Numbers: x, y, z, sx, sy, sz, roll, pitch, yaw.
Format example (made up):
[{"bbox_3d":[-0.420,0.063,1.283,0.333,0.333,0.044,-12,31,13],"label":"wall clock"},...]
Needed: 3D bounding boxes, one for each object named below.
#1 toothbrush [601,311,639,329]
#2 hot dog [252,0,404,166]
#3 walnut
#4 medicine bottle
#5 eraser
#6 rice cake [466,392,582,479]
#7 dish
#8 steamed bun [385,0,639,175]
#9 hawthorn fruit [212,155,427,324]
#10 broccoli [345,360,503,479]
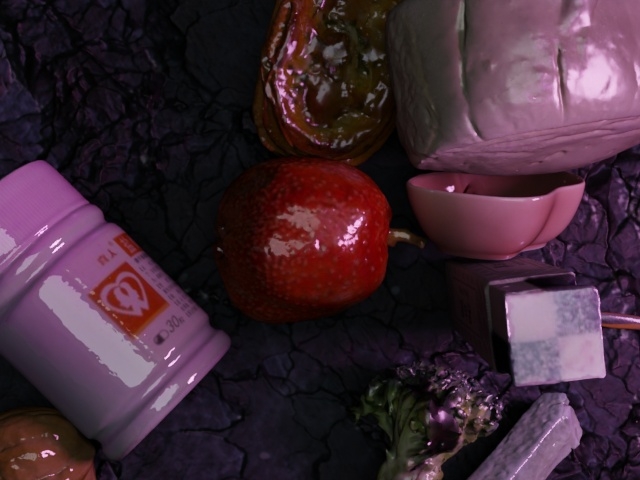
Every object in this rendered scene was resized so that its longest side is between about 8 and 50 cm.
[{"bbox_3d":[0.486,0.122,1.393,0.321,0.023,0.031,7,81,-4],"label":"toothbrush"},{"bbox_3d":[0.017,-0.227,1.326,0.196,0.122,0.272,16,87,-21],"label":"hot dog"},{"bbox_3d":[-0.349,0.271,1.282,0.166,0.149,0.166,-5,117,-11],"label":"walnut"},{"bbox_3d":[-0.280,0.080,1.259,0.316,0.202,0.202,45,86,-2],"label":"medicine bottle"},{"bbox_3d":[0.211,0.077,1.187,0.096,0.404,0.098,-6,93,0],"label":"eraser"},{"bbox_3d":[0.245,0.278,1.328,0.206,0.063,0.069,-46,127,-18],"label":"rice cake"},{"bbox_3d":[0.208,-0.032,1.300,0.213,0.213,0.090,-2,105,-3],"label":"dish"},{"bbox_3d":[0.278,-0.209,1.243,0.383,0.236,0.247,-8,85,-24],"label":"steamed bun"},{"bbox_3d":[0.000,0.000,1.287,0.253,0.205,0.205,1,88,-11],"label":"hawthorn fruit"},{"bbox_3d":[0.106,0.293,1.319,0.145,0.165,0.304,14,102,-34],"label":"broccoli"}]
